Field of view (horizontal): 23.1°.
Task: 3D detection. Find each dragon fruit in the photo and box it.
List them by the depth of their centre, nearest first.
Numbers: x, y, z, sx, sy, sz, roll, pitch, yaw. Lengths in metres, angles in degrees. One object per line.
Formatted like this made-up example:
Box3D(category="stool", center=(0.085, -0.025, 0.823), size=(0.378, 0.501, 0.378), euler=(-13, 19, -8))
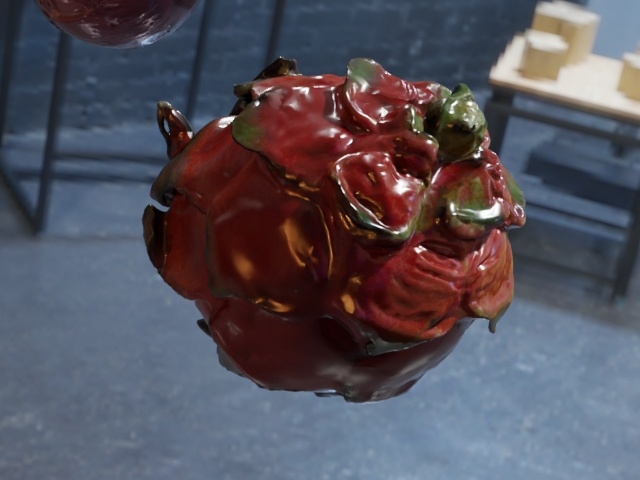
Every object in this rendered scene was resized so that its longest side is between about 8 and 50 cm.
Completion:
Box3D(category="dragon fruit", center=(0.000, 0.000, 0.901), size=(0.192, 0.274, 0.193), euler=(16, 58, -32))

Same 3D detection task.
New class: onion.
Box3D(category="onion", center=(-0.135, -0.220, 1.093), size=(0.153, 0.177, 0.177), euler=(26, 21, -5))
